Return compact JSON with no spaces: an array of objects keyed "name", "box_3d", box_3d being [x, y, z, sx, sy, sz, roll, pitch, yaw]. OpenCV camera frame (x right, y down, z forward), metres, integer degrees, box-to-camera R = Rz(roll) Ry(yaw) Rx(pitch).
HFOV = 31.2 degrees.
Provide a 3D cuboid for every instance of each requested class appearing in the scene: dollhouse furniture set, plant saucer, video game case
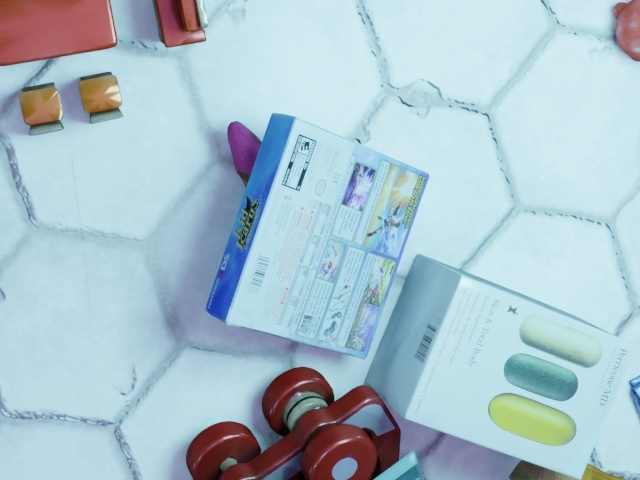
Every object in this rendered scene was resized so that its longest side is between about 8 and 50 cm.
[{"name":"dollhouse furniture set","box_3d":[-0.277,-0.275,1.408,0.259,0.135,0.262,-12,100,-10]},{"name":"plant saucer","box_3d":[0.054,0.347,1.497,0.192,0.018,0.067,-35,148,-9]},{"name":"video game case","box_3d":[0.000,0.000,1.490,0.244,0.061,0.269,19,90,-39]}]

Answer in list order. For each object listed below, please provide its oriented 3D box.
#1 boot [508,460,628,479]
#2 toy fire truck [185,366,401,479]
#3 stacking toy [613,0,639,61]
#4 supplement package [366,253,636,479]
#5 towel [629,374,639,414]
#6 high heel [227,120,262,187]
[{"name":"boot","box_3d":[0.310,0.441,1.658,0.211,0.104,0.295,24,110,-32]},{"name":"toy fire truck","box_3d":[-0.020,0.337,1.554,0.302,0.169,0.254,-35,129,-7]},{"name":"stacking toy","box_3d":[0.553,-0.235,1.632,0.279,0.130,0.309,-28,107,-34]},{"name":"supplement package","box_3d":[0.237,0.165,1.547,0.263,0.198,0.199,21,92,-14]},{"name":"towel","box_3d":[0.599,0.291,1.727,0.209,0.034,0.285,-27,102,-8]},{"name":"high heel","box_3d":[-0.090,-0.032,1.512,0.117,0.082,0.244,-34,117,-16]}]
